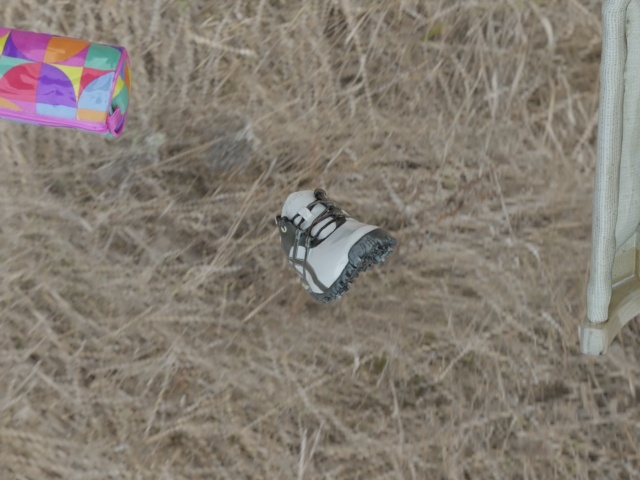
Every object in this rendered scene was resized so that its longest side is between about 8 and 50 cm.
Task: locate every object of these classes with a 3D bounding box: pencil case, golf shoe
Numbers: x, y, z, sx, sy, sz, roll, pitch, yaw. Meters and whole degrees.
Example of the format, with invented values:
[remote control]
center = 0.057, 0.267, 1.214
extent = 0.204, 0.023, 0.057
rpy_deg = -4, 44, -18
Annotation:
[pencil case]
center = -0.311, -0.162, 1.195
extent = 0.236, 0.104, 0.105
rpy_deg = 6, 111, 0
[golf shoe]
center = 0.000, 0.000, 1.012
extent = 0.077, 0.198, 0.094
rpy_deg = -38, 94, -15

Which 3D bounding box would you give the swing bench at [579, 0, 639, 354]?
[swing bench]
center = 0.281, -0.048, 0.616
extent = 0.254, 0.165, 0.253
rpy_deg = 19, 125, 35
